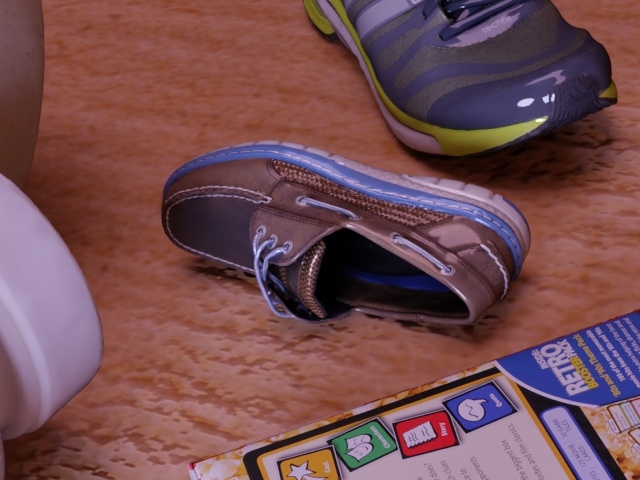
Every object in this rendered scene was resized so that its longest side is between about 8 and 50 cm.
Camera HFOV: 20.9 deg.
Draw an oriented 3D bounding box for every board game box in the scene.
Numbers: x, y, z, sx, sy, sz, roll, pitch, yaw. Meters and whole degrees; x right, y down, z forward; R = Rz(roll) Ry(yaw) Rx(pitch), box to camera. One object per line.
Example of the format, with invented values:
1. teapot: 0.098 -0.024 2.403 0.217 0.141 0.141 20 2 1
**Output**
1. board game box: 0.061 0.110 0.639 0.193 0.045 0.147 -18 35 -6

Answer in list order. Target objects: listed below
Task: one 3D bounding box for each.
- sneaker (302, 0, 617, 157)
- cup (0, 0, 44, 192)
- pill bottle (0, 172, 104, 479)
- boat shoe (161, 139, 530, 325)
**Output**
1. sneaker: 0.057 -0.142 0.933 0.111 0.121 0.300 -23 36 -14
2. cup: -0.272 -0.088 0.839 0.237 0.331 0.331 1 27 -28
3. pill bottle: -0.228 0.092 0.651 0.169 0.169 0.301 18 44 37
4. boat shoe: 0.000 0.000 0.798 0.183 0.066 0.066 5 40 25
